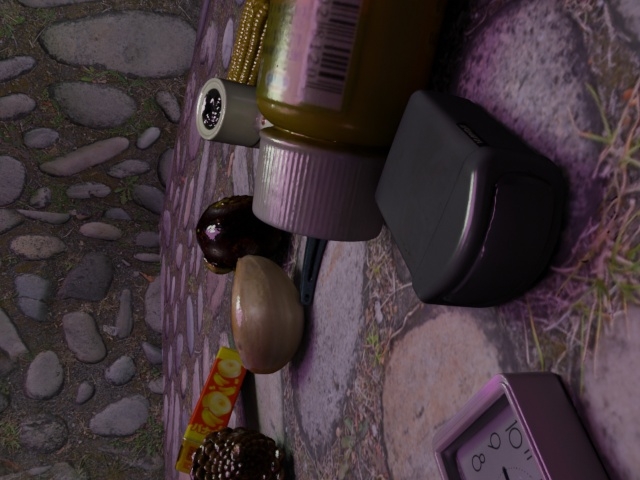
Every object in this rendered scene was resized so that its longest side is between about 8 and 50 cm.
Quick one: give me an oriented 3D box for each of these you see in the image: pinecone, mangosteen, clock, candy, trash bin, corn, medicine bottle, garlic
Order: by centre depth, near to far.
[{"bbox_3d":[0.180,0.234,0.535,0.150,0.063,0.197,117,150,-42],"label":"clock"},{"bbox_3d":[0.146,-0.043,0.647,0.236,0.101,0.176,-109,30,-53],"label":"trash bin"},{"bbox_3d":[0.030,-0.207,0.808,0.224,0.225,0.384,-135,53,-64],"label":"medicine bottle"},{"bbox_3d":[-0.116,0.136,1.191,0.164,0.146,0.244,-35,61,58],"label":"garlic"},{"bbox_3d":[-0.164,0.461,1.223,0.212,0.186,0.168,98,-163,-74],"label":"pinecone"},{"bbox_3d":[-0.172,0.006,1.356,0.192,0.192,0.217,-135,32,-63],"label":"mangosteen"},{"bbox_3d":[-0.251,0.403,1.448,0.276,0.088,0.146,-75,5,-53],"label":"candy"},{"bbox_3d":[-0.150,-0.437,1.467,0.344,0.131,0.131,116,151,-47],"label":"corn"}]

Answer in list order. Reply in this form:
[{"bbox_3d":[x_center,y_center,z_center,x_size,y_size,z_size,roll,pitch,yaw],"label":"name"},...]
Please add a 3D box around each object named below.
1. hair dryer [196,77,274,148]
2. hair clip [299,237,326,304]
[{"bbox_3d":[-0.075,-0.224,1.184,0.362,0.203,0.128,26,107,50],"label":"hair dryer"},{"bbox_3d":[0.000,0.000,1.101,0.083,0.048,0.275,-114,31,-49],"label":"hair clip"}]
